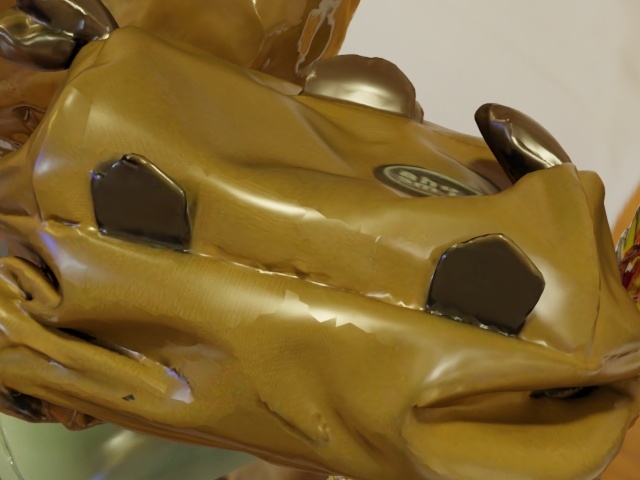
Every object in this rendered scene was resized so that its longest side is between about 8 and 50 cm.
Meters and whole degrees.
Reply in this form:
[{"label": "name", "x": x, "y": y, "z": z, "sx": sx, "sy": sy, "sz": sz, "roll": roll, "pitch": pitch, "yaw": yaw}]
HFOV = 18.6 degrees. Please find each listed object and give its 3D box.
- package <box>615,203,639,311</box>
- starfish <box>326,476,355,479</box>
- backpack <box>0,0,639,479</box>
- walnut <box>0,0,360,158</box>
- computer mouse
[{"label": "package", "x": 0.282, "y": 0.024, "z": 1.385, "sx": 0.288, "sy": 0.223, "sz": 0.108, "roll": -7, "pitch": 38, "yaw": -38}, {"label": "starfish", "x": 0.094, "y": 0.150, "z": 1.723, "sx": 0.347, "sy": 0.358, "sz": 0.078, "roll": -48, "pitch": 32, "yaw": -3}, {"label": "backpack", "x": -0.004, "y": 0.005, "z": 0.963, "sx": 0.353, "sy": 0.378, "sz": 0.201, "roll": 16, "pitch": 96, "yaw": -1}, {"label": "walnut", "x": -0.156, "y": -0.213, "z": 1.305, "sx": 0.398, "sy": 0.354, "sz": 0.308, "roll": -14, "pitch": 31, "yaw": 38}, {"label": "computer mouse", "x": -0.104, "y": 0.092, "z": 1.351, "sx": 0.288, "sy": 0.097, "sz": 0.159, "roll": -20, "pitch": 87, "yaw": -32}]
